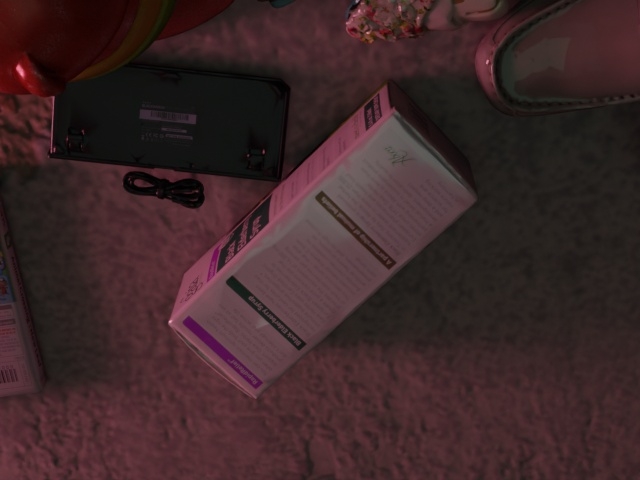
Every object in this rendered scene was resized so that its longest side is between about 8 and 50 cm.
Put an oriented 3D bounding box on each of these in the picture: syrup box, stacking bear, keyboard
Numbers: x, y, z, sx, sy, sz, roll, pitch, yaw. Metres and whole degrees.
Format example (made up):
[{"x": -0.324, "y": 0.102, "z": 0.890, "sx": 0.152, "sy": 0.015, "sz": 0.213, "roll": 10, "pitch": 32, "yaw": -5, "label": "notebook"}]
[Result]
[{"x": 0.000, "y": 0.000, "z": 0.960, "sx": 0.237, "sy": 0.093, "sz": 0.096, "roll": -42, "pitch": 104, "yaw": 16, "label": "syrup box"}, {"x": -0.163, "y": -0.171, "z": 0.797, "sx": 0.164, "sy": 0.289, "sz": 0.175, "roll": -27, "pitch": 107, "yaw": 11, "label": "stacking bear"}, {"x": -0.117, "y": -0.079, "z": 0.973, "sx": 0.180, "sy": 0.023, "sz": 0.108, "roll": 6, "pitch": 104, "yaw": 0, "label": "keyboard"}]

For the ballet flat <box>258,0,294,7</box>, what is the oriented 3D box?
[{"x": 0.095, "y": -0.308, "z": 0.821, "sx": 0.400, "sy": 0.139, "sz": 0.139, "roll": -32, "pitch": 106, "yaw": 6, "label": "ballet flat"}]

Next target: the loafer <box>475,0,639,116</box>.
[{"x": 0.263, "y": -0.162, "z": 0.880, "sx": 0.319, "sy": 0.111, "sz": 0.112, "roll": -22, "pitch": 108, "yaw": 10, "label": "loafer"}]

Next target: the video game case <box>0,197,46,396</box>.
[{"x": -0.345, "y": 0.046, "z": 1.027, "sx": 0.212, "sy": 0.023, "sz": 0.193, "roll": -7, "pitch": 110, "yaw": 5, "label": "video game case"}]

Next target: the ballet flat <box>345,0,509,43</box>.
[{"x": 0.124, "y": -0.202, "z": 0.878, "sx": 0.241, "sy": 0.091, "sz": 0.077, "roll": -39, "pitch": 77, "yaw": 15, "label": "ballet flat"}]
